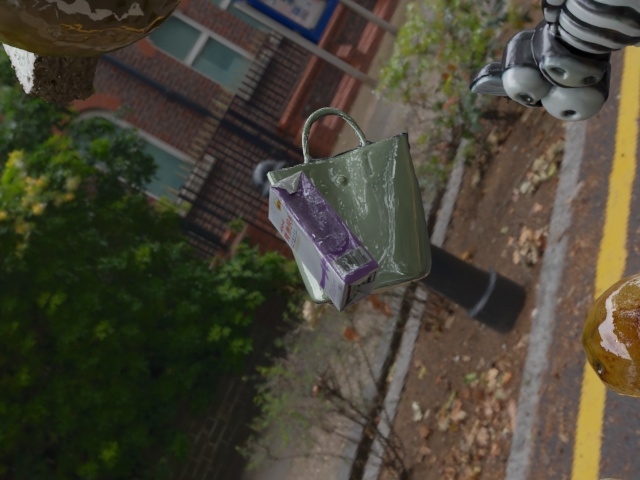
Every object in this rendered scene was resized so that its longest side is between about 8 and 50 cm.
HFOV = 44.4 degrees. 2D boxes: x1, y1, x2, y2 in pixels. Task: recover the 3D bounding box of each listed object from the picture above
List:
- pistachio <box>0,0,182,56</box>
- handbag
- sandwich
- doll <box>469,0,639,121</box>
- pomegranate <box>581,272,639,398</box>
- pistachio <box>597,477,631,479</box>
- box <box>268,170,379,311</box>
[{"bbox_3d":[-0.184,-0.188,0.527,0.165,0.210,0.131,42,-144,-81],"label":"pistachio"},{"bbox_3d":[0.044,-0.065,1.259,0.109,0.241,0.316,-20,-85,-82],"label":"handbag"},{"bbox_3d":[-0.446,-0.433,1.301,0.262,0.131,0.325,58,139,28],"label":"sandwich"},{"bbox_3d":[0.179,-0.139,0.539,0.219,0.091,0.067,121,162,-69],"label":"doll"},{"bbox_3d":[0.597,0.172,1.430,0.248,0.248,0.248,-59,10,17],"label":"pomegranate"},{"bbox_3d":[0.163,0.300,0.446,0.187,0.187,0.300,-142,66,-80],"label":"pistachio"},{"bbox_3d":[0.000,0.000,0.660,0.036,0.117,0.051,-28,-29,-22],"label":"box"}]
